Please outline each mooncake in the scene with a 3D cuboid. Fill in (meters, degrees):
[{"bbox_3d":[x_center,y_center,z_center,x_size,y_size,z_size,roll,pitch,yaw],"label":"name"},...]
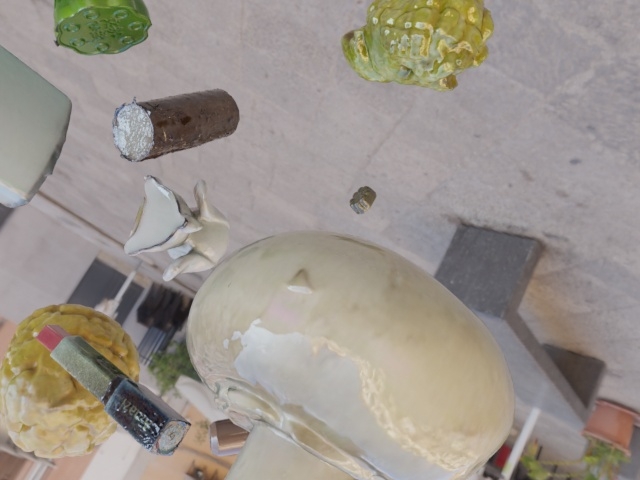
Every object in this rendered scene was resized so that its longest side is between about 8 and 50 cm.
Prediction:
[{"bbox_3d":[0.009,0.010,1.115,0.057,0.347,0.150,46,123,-6],"label":"mooncake"}]

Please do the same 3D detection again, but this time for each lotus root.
[{"bbox_3d":[-0.432,-0.470,1.160,0.186,0.186,0.186,25,163,8],"label":"lotus root"}]

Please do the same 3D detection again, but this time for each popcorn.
[{"bbox_3d":[0.187,-0.394,1.121,0.174,0.225,0.286,44,168,-36],"label":"popcorn"},{"bbox_3d":[-0.648,0.358,1.583,0.344,0.390,0.354,-9,-178,-5],"label":"popcorn"}]

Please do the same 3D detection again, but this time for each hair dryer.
[{"bbox_3d":[-0.144,0.284,1.081,0.117,0.182,0.064,-4,173,-15],"label":"hair dryer"}]

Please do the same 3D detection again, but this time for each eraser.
[{"bbox_3d":[-0.484,-0.192,0.798,0.104,0.189,0.290,2,154,35],"label":"eraser"}]

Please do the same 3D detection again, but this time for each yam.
[{"bbox_3d":[-0.295,-0.251,1.291,0.131,0.279,0.131,16,117,33],"label":"yam"}]

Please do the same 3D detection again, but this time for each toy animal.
[{"bbox_3d":[-0.339,-0.035,1.545,0.174,0.249,0.289,16,-165,23],"label":"toy animal"}]

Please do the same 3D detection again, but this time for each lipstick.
[{"bbox_3d":[-0.305,0.189,0.844,0.312,0.051,0.051,26,172,32],"label":"lipstick"}]

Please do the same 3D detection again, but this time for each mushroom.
[{"bbox_3d":[0.001,0.172,0.535,0.314,0.336,0.314,20,152,11],"label":"mushroom"}]
